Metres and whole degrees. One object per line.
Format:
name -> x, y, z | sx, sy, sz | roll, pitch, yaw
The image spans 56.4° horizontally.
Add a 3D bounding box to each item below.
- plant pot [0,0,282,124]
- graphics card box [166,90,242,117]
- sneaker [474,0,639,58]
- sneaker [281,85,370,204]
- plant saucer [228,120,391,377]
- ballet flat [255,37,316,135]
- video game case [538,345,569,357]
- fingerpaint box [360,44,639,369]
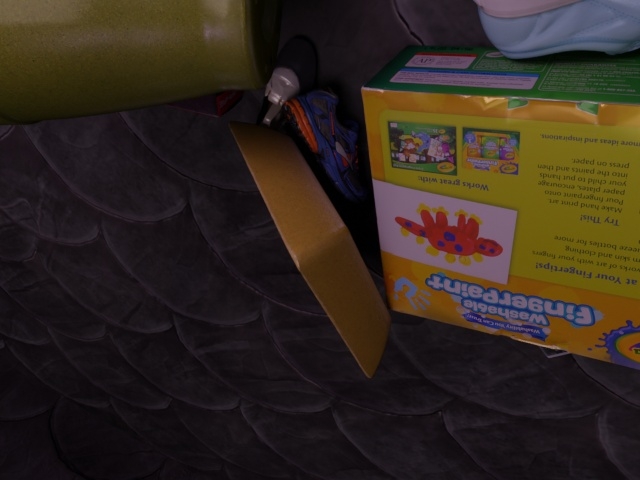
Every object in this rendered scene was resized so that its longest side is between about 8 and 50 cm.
plant pot -> -0.226, -0.294, 0.652 | 0.353, 0.366, 0.366 | 4, 132, 2
graphics card box -> -0.243, -0.377, 0.866 | 0.232, 0.094, 0.371 | 17, 133, 15
sneaker -> 0.348, -0.271, 0.612 | 0.366, 0.135, 0.150 | 0, 157, 25
sneaker -> 0.030, -0.141, 0.920 | 0.221, 0.087, 0.083 | 55, 179, -41
plant saucer -> 0.000, 0.000, 0.916 | 0.081, 0.333, 0.333 | -28, 137, 0
ballet flat -> -0.061, -0.212, 0.921 | 0.074, 0.074, 0.203 | 32, 136, 3
video game case -> 0.406, 0.106, 0.960 | 0.190, 0.022, 0.173 | -28, 110, 42
fingerpaint box -> 0.302, -0.044, 0.771 | 0.444, 0.163, 0.371 | 11, 130, 28
